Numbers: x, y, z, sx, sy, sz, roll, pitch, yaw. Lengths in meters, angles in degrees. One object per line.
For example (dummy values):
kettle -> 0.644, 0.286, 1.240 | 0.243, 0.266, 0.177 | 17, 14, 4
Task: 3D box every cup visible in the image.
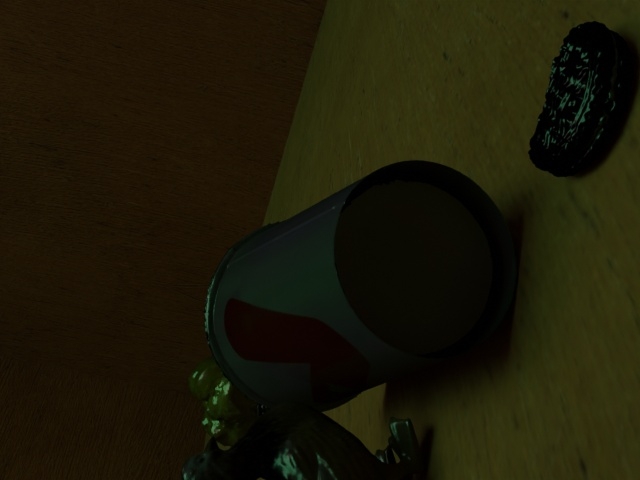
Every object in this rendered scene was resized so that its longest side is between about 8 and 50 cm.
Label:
cup -> 0.025, 0.044, 0.612 | 0.288, 0.203, 0.203 | 143, 141, -67

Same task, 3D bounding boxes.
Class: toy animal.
toy animal -> -0.002, 0.202, 0.554 | 0.188, 0.179, 0.089 | 60, 145, 39

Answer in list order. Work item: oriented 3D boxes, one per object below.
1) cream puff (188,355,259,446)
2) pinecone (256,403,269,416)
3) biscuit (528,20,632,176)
cream puff -> -0.155, 0.297, 1.393 | 0.221, 0.194, 0.195 | 154, 130, -85
pinecone -> -0.062, 0.258, 1.178 | 0.083, 0.077, 0.077 | -17, 54, 43
biscuit -> 0.153, -0.083, 0.444 | 0.089, 0.027, 0.087 | 113, 167, -48
